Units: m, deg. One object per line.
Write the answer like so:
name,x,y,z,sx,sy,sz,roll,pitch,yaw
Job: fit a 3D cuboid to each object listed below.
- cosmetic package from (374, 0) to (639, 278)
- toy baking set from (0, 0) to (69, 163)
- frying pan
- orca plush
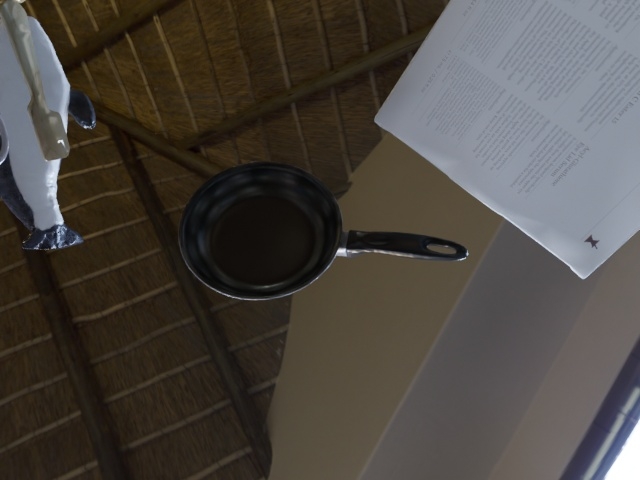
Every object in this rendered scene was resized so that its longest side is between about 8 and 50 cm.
cosmetic package,0.276,-0.194,0.453,0.284,0.097,0.377,41,-61,12
toy baking set,-0.309,-0.166,0.366,0.030,0.256,0.197,0,-99,22
frying pan,-0.009,-0.025,0.581,0.326,0.197,0.053,-10,-30,-8
orca plush,-0.371,-0.128,0.598,0.151,0.102,0.287,-28,-76,-43
